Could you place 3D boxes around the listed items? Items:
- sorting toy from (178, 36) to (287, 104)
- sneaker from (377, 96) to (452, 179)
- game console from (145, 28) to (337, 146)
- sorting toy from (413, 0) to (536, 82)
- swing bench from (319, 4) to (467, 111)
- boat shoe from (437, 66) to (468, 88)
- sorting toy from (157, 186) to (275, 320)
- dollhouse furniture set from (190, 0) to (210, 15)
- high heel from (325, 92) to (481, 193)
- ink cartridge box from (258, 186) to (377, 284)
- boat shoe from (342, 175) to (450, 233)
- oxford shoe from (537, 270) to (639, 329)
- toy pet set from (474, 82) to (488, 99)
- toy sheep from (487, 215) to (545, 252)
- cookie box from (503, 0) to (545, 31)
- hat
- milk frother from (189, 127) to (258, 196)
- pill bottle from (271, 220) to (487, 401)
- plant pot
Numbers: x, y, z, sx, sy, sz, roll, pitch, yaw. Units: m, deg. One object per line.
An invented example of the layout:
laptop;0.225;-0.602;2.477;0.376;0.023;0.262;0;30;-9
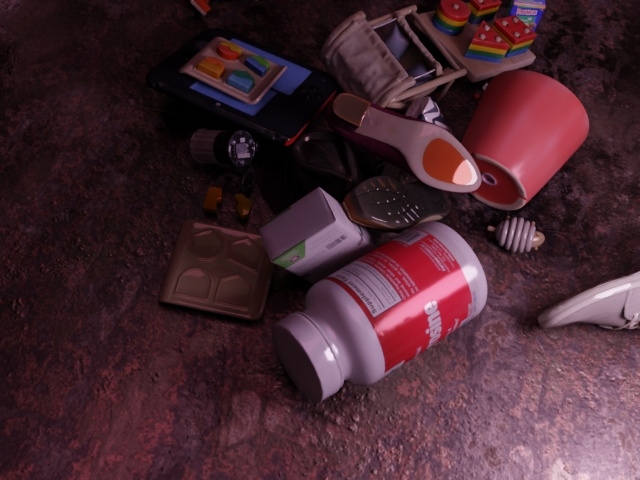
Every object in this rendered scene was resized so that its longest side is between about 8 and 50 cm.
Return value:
sorting toy;-0.205;-0.414;1.860;0.208;0.038;0.193;23;43;7
sneaker;0.242;-0.209;1.869;0.153;0.094;0.235;39;64;-27
game console;-0.178;-0.385;1.898;0.386;0.060;0.342;24;37;9
sorting toy;0.431;-0.569;2.111;0.255;0.089;0.257;-23;64;-33
swing bench;0.175;-0.438;1.947;0.254;0.165;0.253;-16;62;-34
boat shoe;0.336;-0.436;2.066;0.135;0.050;0.045;-14;66;-16
sorting toy;-0.208;0.025;1.714;0.228;0.041;0.307;10;57;4
dollhouse furniture set;-0.236;-0.725;2.070;0.259;0.262;0.135;-27;62;15
high heel;0.186;-0.219;1.755;0.377;0.181;0.127;34;90;-2
ink cartridge box;0.000;0.000;1.622;0.160;0.219;0.093;-33;62;14
boat shoe;0.157;-0.061;1.702;0.324;0.120;0.123;-2;64;-49
oxford shoe;0.687;0.136;1.701;0.449;0.169;0.130;-13;80;-16
toy pet set;0.486;-0.377;2.041;0.114;0.065;0.122;-27;66;-22
toy sheep;0.450;-0.014;1.800;0.132;0.091;0.091;10;56;15
cookie box;0.569;-0.633;2.188;0.091;0.107;0.040;6;57;-4
hat;0.020;-0.163;1.804;0.331;0.134;0.332;4;57;-6
milk frother;-0.218;-0.182;1.811;0.134;0.129;0.143;9;87;40
pill bottle;0.116;0.144;1.567;0.407;0.229;0.229;-29;66;-23
plant pot;0.453;-0.223;1.837;0.274;0.275;0.243;33;69;13
